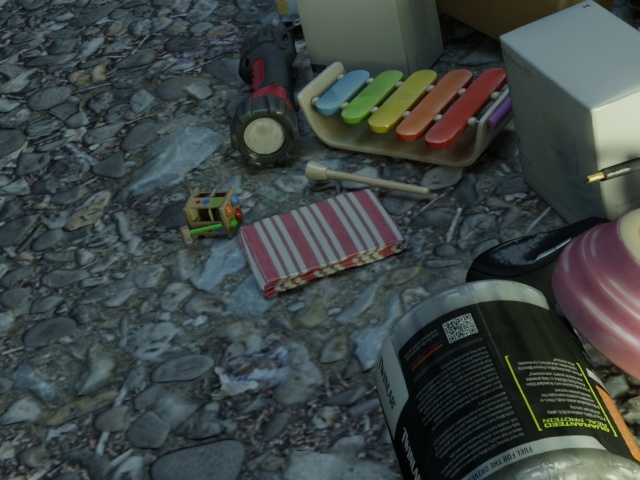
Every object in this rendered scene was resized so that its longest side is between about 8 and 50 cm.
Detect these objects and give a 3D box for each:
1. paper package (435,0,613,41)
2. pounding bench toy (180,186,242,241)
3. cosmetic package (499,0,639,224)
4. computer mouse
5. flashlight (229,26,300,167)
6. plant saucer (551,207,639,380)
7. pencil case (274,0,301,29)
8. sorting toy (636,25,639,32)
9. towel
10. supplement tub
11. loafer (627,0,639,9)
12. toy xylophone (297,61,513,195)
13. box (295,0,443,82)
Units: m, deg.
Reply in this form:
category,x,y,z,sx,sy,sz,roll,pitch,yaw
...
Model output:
category,x,y,z,sx,sy,sz,roll,pitch,yaw
paper package,0.275,-0.466,1.862,0.325,0.309,0.168,33,57,26
pounding bench toy,-0.146,-0.028,1.705,0.065,0.052,0.083,0,38,19
cosmetic package,0.337,-0.135,1.527,0.138,0.224,0.224,-22,36,-10
computer mouse,0.289,0.002,1.407,0.262,0.184,0.060,-15,48,0
flashlight,-0.088,-0.223,1.917,0.103,0.103,0.304,13,29,-14
plant saucer,0.396,0.060,1.242,0.332,0.084,0.332,13,25,-6
pencil case,0.057,-0.423,2.116,0.273,0.113,0.124,-6,46,13
sorting toy,0.569,-0.290,1.636,0.366,0.127,0.126,-31,56,-18
towel,0.000,0.000,1.640,0.197,0.029,0.144,-17,36,-8
supplement tub,0.179,0.206,1.139,0.207,0.207,0.338,-15,35,-1
loafer,0.507,-0.397,1.935,0.102,0.092,0.268,15,22,-3
toy xylophone,0.113,-0.163,1.762,0.323,0.081,0.236,6,38,26
box,0.074,-0.343,1.941,0.181,0.182,0.119,10,42,30
